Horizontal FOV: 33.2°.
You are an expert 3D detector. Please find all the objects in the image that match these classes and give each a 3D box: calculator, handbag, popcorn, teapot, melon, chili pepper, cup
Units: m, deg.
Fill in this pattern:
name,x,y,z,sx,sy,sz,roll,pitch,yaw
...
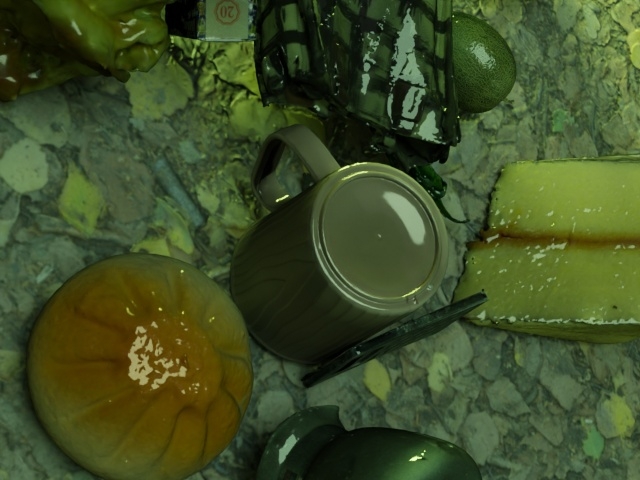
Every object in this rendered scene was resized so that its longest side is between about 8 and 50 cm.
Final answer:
name,x,y,z,sx,sy,sz,roll,pitch,yaw
calculator,0.107,0.140,1.525,0.262,0.161,0.021,-20,77,-33
handbag,0.046,-0.293,1.498,0.325,0.162,0.327,19,57,-38
popcorn,-0.326,-0.355,1.327,0.290,0.326,0.321,-35,141,-36
teapot,0.038,0.364,1.391,0.223,0.285,0.305,-15,115,-44
melon,0.239,-0.281,1.720,0.192,0.139,0.139,42,60,-10
chili pepper,0.141,-0.143,1.671,0.122,0.065,0.278,-21,93,-47
cup,0.017,0.002,1.438,0.208,0.273,0.288,4,72,-25

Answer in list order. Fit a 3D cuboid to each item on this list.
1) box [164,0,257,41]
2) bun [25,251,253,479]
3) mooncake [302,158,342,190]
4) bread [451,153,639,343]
name,x,y,z,sx,sy,sz,roll,pitch,yaw
box,-0.145,-0.422,1.416,0.084,0.198,0.310,-2,104,-20
bun,-0.204,0.157,1.326,0.299,0.165,0.298,7,76,-29
mooncake,0.055,-0.212,1.640,0.150,0.057,0.346,41,62,-7
bread,0.452,-0.008,1.743,0.405,0.242,0.345,18,66,-31
